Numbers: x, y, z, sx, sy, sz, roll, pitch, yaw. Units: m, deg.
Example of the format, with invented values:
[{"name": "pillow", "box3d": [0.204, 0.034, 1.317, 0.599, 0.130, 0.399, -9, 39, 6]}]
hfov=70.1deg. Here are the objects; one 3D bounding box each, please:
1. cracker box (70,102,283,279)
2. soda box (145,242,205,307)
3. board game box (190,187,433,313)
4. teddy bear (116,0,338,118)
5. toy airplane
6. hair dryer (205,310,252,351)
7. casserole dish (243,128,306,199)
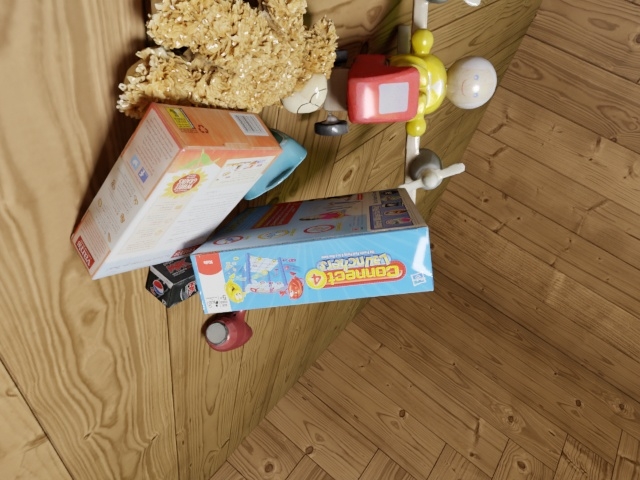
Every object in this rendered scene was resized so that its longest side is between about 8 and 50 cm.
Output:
[{"name": "cracker box", "box3d": [-0.174, -0.055, 0.548, 0.232, 0.067, 0.156, -43, 166, 31]}, {"name": "soda box", "box3d": [-0.210, 0.049, 0.782, 0.169, 0.060, 0.053, -30, 148, -53]}, {"name": "board game box", "box3d": [0.000, 0.000, 0.714, 0.308, 0.302, 0.086, -70, 152, -73]}, {"name": "teddy bear", "box3d": [-0.086, -0.210, 0.561, 0.245, 0.113, 0.338, -56, 162, 10]}, {"name": "toy airplane", "box3d": [0.183, -0.288, 0.837, 0.386, 0.272, 0.384, 46, 59, -58]}, {"name": "hair dryer", "box3d": [-0.171, 0.156, 1.042, 0.223, 0.080, 0.293, -41, 157, -40]}, {"name": "casserole dish", "box3d": [-0.088, -0.121, 0.674, 0.114, 0.188, 0.037, -38, 116, -2]}]
